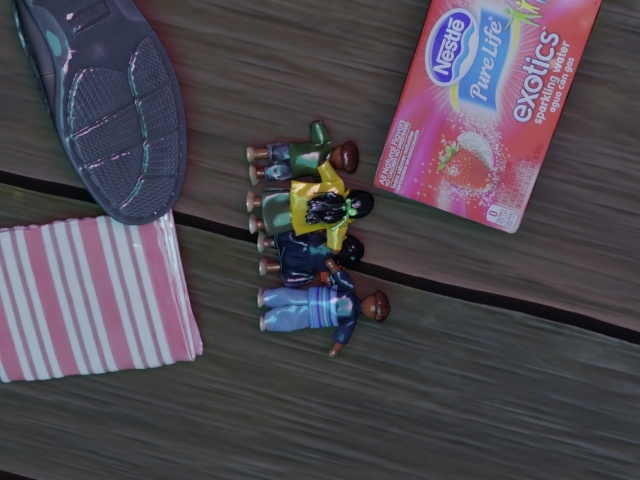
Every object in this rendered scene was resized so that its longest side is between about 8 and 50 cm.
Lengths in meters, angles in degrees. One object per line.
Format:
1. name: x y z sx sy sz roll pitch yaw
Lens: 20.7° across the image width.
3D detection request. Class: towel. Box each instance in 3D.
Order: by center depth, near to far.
1. towel: -0.209 0.048 1.532 0.197 0.029 0.144 -7 106 14

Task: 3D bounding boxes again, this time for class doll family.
1. doll family: 0.000 0.000 1.459 0.111 0.076 0.193 -3 112 6

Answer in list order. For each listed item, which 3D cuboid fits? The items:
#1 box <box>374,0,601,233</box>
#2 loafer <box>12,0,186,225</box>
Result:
1. box: 0.140 -0.154 1.345 0.123 0.128 0.256 19 114 3
2. loafer: -0.193 -0.161 1.442 0.109 0.095 0.302 -25 109 -15
